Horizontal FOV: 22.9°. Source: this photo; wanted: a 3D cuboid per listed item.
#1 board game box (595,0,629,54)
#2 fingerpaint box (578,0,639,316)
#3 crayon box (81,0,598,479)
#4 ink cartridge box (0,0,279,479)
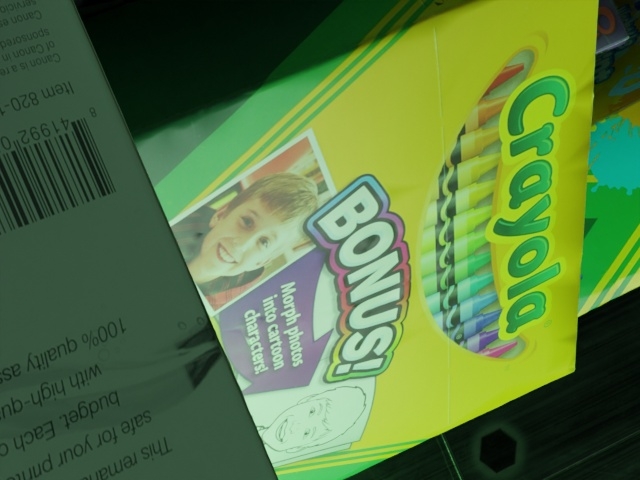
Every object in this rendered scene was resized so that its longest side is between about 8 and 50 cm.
[{"bbox_3d":[0.054,-0.095,1.246,0.347,0.056,0.208,-25,177,-28],"label":"board game box"},{"bbox_3d":[0.208,-0.086,1.498,0.371,0.163,0.445,-29,-161,18],"label":"fingerpaint box"},{"bbox_3d":[0.000,0.000,0.926,0.313,0.106,0.363,-22,140,-13],"label":"crayon box"},{"bbox_3d":[-0.149,0.058,0.553,0.207,0.283,0.117,-24,-179,-39],"label":"ink cartridge box"}]
